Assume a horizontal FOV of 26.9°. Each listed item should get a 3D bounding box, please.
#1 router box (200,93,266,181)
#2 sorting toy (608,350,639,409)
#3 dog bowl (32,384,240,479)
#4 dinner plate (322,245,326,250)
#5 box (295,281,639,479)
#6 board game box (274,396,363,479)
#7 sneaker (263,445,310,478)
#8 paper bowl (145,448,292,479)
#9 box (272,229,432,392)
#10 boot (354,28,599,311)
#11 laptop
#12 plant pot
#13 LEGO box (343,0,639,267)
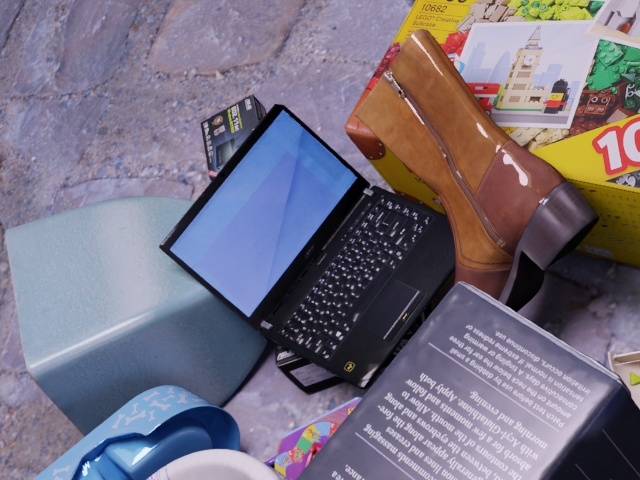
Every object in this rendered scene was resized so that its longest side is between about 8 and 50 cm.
[{"bbox_3d":[-0.117,-0.138,1.897,0.092,0.038,0.122,-27,48,15],"label":"router box"},{"bbox_3d":[0.346,0.147,1.378,0.083,0.045,0.075,-14,59,25],"label":"sorting toy"},{"bbox_3d":[-0.233,0.285,1.557,0.297,0.166,0.074,-39,48,-14],"label":"dog bowl"},{"bbox_3d":[-0.057,0.027,1.755,0.141,0.017,0.141,-19,50,24],"label":"dinner plate"},{"bbox_3d":[0.133,0.295,1.238,0.395,0.293,0.212,-50,45,-6],"label":"box"},{"bbox_3d":[0.027,0.255,1.465,0.168,0.033,0.133,-29,89,13],"label":"board game box"},{"bbox_3d":[0.002,0.247,1.517,0.170,0.071,0.068,-30,47,12],"label":"sneaker"},{"bbox_3d":[-0.104,0.379,1.430,0.284,0.148,0.284,-23,47,27],"label":"paper bowl"},{"bbox_3d":[0.037,0.081,1.606,0.180,0.077,0.147,-21,49,19],"label":"box"},{"bbox_3d":[0.125,-0.043,1.431,0.096,0.264,0.280,-30,70,-39],"label":"boot"},{"bbox_3d":[0.000,0.000,1.530,0.264,0.136,0.234,25,71,38],"label":"laptop"},{"bbox_3d":[-0.213,0.089,1.672,0.252,0.248,0.247,-25,47,2],"label":"plant pot"},{"bbox_3d":[0.336,-0.185,1.514,0.500,0.193,0.372,15,69,40],"label":"LEGO box"}]
